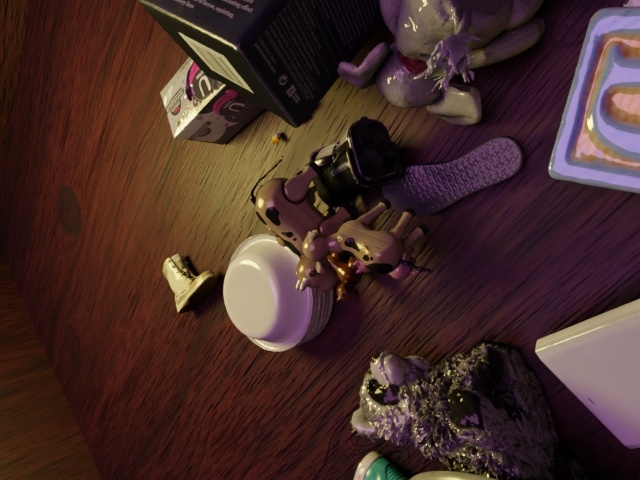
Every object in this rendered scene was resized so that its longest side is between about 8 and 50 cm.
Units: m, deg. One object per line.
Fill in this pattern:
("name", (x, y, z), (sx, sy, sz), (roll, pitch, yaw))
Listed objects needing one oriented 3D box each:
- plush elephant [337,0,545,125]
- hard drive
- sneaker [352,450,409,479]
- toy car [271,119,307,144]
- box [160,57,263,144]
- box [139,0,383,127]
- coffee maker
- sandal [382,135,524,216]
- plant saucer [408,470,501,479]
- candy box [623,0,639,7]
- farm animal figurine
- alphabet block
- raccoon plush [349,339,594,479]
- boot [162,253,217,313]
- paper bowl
("plush elephant", (0.180, -0.323, 0.653), (0.330, 0.271, 0.255), (-67, 11, -14))
("hard drive", (0.475, 0.153, 0.517), (0.203, 0.040, 0.307), (46, 135, 2))
("sneaker", (0.152, 0.618, 0.853), (0.178, 0.123, 0.296), (13, 102, 46))
("toy car", (-0.085, -0.284, 0.965), (0.122, 0.060, 0.041), (-27, 47, 30))
("box", (-0.253, -0.361, 1.014), (0.247, 0.163, 0.142), (-28, 77, 37))
("box", (-0.060, -0.460, 0.726), (0.293, 0.212, 0.395), (38, 89, 29))
("coffee maker", (0.072, -0.127, 0.792), (0.171, 0.120, 0.178), (54, 160, -11))
("sandal", (0.234, -0.108, 0.742), (0.254, 0.054, 0.097), (-14, 97, 35))
("plant saucer", (0.303, 0.505, 0.609), (0.400, 0.100, 0.401), (19, 136, 20))
("candy box", (0.507, -0.345, 0.480), (0.233, 0.071, 0.159), (12, 102, 35))
("farm animal figurine", (0.000, 0.000, 0.744), (0.327, 0.172, 0.330), (44, 159, 5))
("alphabet block", (0.415, -0.151, 0.498), (0.192, 0.197, 0.194), (21, 108, 35))
("raccoon plush", (0.241, 0.379, 0.709), (0.299, 0.216, 0.447), (-38, 73, 43))
("boot", (-0.404, 0.107, 1.249), (0.213, 0.077, 0.165), (-43, 68, 36))
("paper bowl", (-0.119, 0.123, 0.983), (0.284, 0.148, 0.284), (4, 97, 38))
